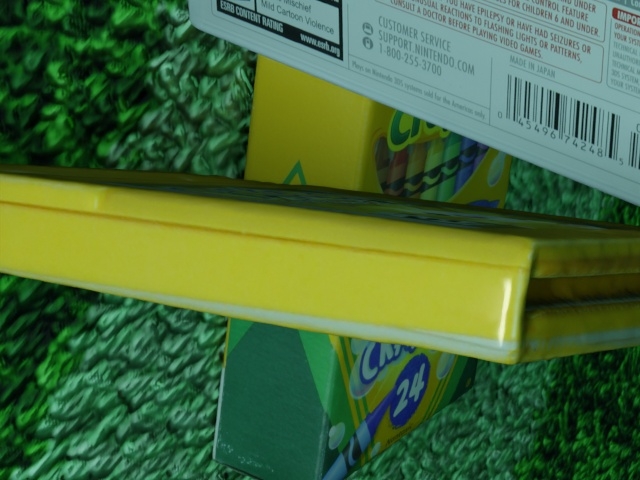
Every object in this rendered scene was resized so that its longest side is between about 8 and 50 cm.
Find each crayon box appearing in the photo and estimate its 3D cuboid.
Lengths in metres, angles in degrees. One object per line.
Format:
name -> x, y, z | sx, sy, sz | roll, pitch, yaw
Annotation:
crayon box -> 0.036, -0.026, 1.210 | 0.203, 0.083, 0.323 | -28, 132, -52

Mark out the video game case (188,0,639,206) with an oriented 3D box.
video game case -> 0.063, -0.182, 0.885 | 0.036, 0.329, 0.300 | -36, 138, -38

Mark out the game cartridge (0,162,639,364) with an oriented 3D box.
game cartridge -> 0.000, 0.000, 0.903 | 0.285, 0.324, 0.052 | 0, 99, -61
